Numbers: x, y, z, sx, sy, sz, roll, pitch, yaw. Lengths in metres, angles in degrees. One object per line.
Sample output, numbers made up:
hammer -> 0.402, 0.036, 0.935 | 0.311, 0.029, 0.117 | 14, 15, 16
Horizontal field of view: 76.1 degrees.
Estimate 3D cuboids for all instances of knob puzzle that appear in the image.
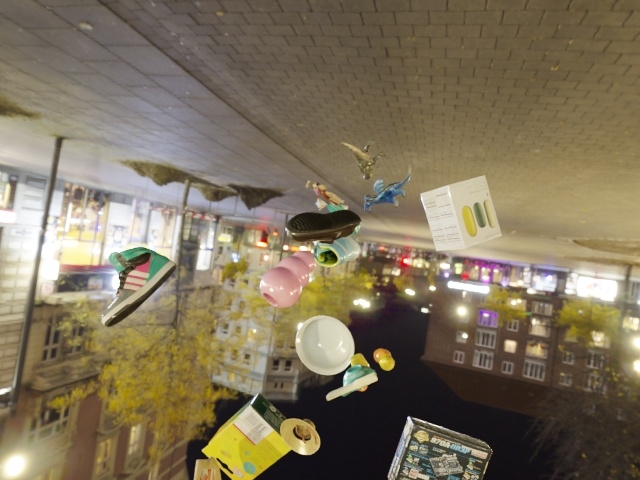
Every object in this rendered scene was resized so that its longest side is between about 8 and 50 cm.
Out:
knob puzzle -> -0.361, 0.787, 1.283 | 0.030, 0.212, 0.213 | -7, 176, 10

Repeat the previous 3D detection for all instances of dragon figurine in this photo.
dragon figurine -> 0.280, -0.212, 1.753 | 0.144, 0.085, 0.289 | 4, 153, -15

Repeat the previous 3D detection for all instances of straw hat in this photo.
straw hat -> -0.052, 0.609, 1.311 | 0.145, 0.144, 0.061 | 8, -158, 24

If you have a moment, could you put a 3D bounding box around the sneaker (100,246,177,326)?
sneaker -> -0.638, 0.124, 1.336 | 0.178, 0.295, 0.124 | 39, 140, -1

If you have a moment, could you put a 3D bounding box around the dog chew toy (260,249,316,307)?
dog chew toy -> -0.144, 0.176, 2.034 | 0.207, 0.332, 0.206 | 30, 149, 21

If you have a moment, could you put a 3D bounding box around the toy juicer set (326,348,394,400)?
toy juicer set -> 0.173, 0.498, 1.493 | 0.209, 0.089, 0.329 | -24, 180, 22

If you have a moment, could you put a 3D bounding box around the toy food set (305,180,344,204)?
toy food set -> 0.015, -0.143, 1.224 | 0.122, 0.019, 0.078 | 33, 164, -4

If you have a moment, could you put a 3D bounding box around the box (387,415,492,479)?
box -> 0.307, 0.579, 1.057 | 0.221, 0.175, 0.051 | 19, 180, -2

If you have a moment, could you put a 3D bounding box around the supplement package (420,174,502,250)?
supplement package -> 0.590, -0.111, 1.726 | 0.200, 0.262, 0.198 | -16, -179, -19

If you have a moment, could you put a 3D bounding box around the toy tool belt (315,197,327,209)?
toy tool belt -> -0.005, -0.188, 2.120 | 0.052, 0.051, 0.083 | 37, -177, -32

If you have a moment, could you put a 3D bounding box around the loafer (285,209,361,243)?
loafer -> 0.009, -0.020, 0.997 | 0.220, 0.078, 0.080 | -8, -139, -38

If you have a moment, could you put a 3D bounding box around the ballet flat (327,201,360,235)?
ballet flat -> 0.129, -0.137, 2.186 | 0.247, 0.087, 0.083 | 48, 156, -24

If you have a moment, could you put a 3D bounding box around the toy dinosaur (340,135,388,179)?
toy dinosaur -> 0.178, -0.315, 1.532 | 0.064, 0.118, 0.268 | 58, -171, 34

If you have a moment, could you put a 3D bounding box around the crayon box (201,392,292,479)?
crayon box -> -0.248, 0.703, 1.431 | 0.202, 0.318, 0.081 | 45, -157, 0

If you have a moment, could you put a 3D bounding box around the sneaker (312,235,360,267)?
sneaker -> 0.000, 0.000, 1.793 | 0.319, 0.127, 0.208 | 32, -148, 25

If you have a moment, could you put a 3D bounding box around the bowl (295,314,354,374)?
bowl -> 0.035, 0.504, 2.043 | 0.298, 0.297, 0.134 | 8, -173, 14
